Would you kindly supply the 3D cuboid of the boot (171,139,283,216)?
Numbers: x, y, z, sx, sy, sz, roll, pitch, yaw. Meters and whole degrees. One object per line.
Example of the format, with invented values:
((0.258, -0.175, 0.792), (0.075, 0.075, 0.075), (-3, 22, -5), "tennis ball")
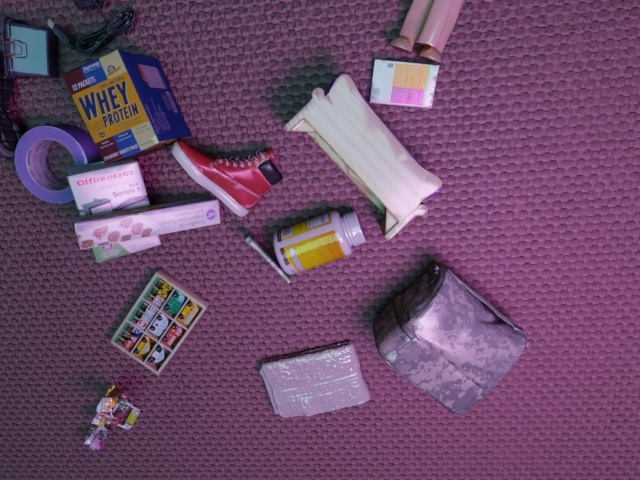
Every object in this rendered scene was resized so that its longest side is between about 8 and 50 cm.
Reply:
((-0.212, -0.191, 1.095), (0.176, 0.088, 0.244), (-42, 122, 13), "boot")

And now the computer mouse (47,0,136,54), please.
((-0.565, -0.565, 1.052), (0.184, 0.060, 0.262), (-34, 112, 9), "computer mouse")

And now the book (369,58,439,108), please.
((0.191, -0.360, 1.062), (0.144, 0.035, 0.096), (7, 110, 3), "book")

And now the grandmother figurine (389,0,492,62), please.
((0.276, -0.560, 0.964), (0.207, 0.104, 0.343), (16, 110, -9), "grandmother figurine")

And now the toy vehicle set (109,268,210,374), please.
((-0.448, 0.229, 1.280), (0.166, 0.035, 0.267), (36, 106, -6), "toy vehicle set")

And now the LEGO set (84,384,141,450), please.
((-0.580, 0.497, 1.319), (0.107, 0.132, 0.287), (30, 128, -10), "LEGO set")

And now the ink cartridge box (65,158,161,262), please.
((-0.502, -0.079, 1.121), (0.160, 0.092, 0.220), (-19, 116, -24), "ink cartridge box")

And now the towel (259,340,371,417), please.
((-0.017, 0.393, 1.287), (0.282, 0.049, 0.187), (-15, 105, 9), "towel")

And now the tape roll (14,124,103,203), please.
((-0.649, -0.192, 1.153), (0.188, 0.080, 0.189), (1, 107, 4), "tape roll")

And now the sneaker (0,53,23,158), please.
((-0.809, -0.330, 1.115), (0.106, 0.101, 0.268), (-3, 95, 26), "sneaker")

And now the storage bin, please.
((-0.677, -0.444, 1.080), (0.091, 0.098, 0.135), (5, 107, -8), "storage bin")

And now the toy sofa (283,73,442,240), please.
((0.099, -0.192, 1.056), (0.177, 0.150, 0.362), (-43, 99, 9), "toy sofa")

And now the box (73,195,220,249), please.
((-0.404, -0.047, 1.094), (0.323, 0.067, 0.063), (-13, 112, -26), "box")

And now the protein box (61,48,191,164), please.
((-0.423, -0.298, 1.040), (0.135, 0.201, 0.200), (-19, 104, 10), "protein box")

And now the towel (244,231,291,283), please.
((-0.134, 0.045, 1.162), (0.023, 0.113, 0.152), (-42, 99, 1), "towel")

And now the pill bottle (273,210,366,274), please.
((0.000, 0.000, 1.136), (0.214, 0.117, 0.117), (-19, 104, 10), "pill bottle")

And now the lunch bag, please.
((0.317, 0.232, 1.128), (0.305, 0.212, 0.256), (40, 106, -8), "lunch bag")
